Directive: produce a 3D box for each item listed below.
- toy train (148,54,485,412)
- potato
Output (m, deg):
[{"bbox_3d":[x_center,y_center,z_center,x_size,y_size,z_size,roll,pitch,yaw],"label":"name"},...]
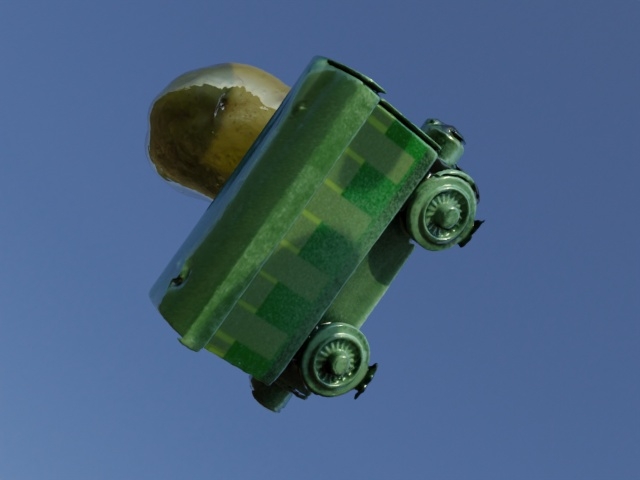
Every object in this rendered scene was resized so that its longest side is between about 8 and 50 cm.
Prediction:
[{"bbox_3d":[0.000,0.000,0.928,0.202,0.120,0.300,34,-89,-31],"label":"toy train"},{"bbox_3d":[-0.089,-0.110,1.159,0.200,0.154,0.137,19,-39,-2],"label":"potato"}]
